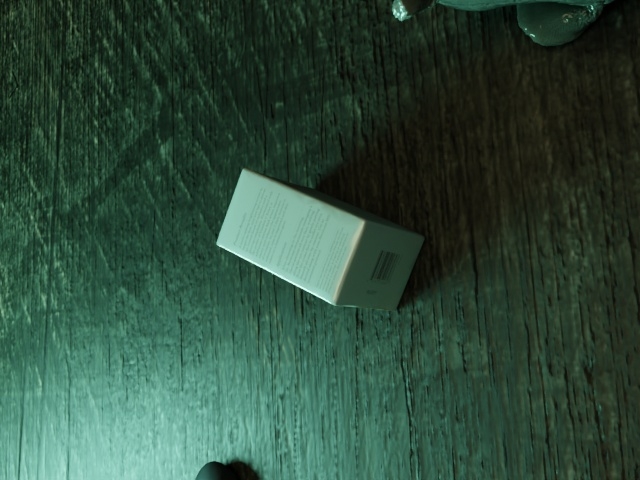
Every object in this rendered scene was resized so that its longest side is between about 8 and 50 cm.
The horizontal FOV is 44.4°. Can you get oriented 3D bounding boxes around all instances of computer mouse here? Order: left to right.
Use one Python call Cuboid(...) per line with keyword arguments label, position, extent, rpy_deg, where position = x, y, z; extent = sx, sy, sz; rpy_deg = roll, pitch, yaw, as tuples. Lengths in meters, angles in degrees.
Cuboid(label="computer mouse", position=(-0.103, 0.377, 0.908), extent=(0.071, 0.041, 0.242), rpy_deg=(-30, 68, 26))

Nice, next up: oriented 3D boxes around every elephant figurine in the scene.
Cuboid(label="elephant figurine", position=(0.226, -0.267, 0.728), extent=(0.239, 0.169, 0.186), rpy_deg=(30, 130, 18))

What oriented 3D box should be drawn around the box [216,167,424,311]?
Cuboid(label="box", position=(0.000, 0.000, 0.842), extent=(0.170, 0.130, 0.091), rpy_deg=(25, 97, 35))
